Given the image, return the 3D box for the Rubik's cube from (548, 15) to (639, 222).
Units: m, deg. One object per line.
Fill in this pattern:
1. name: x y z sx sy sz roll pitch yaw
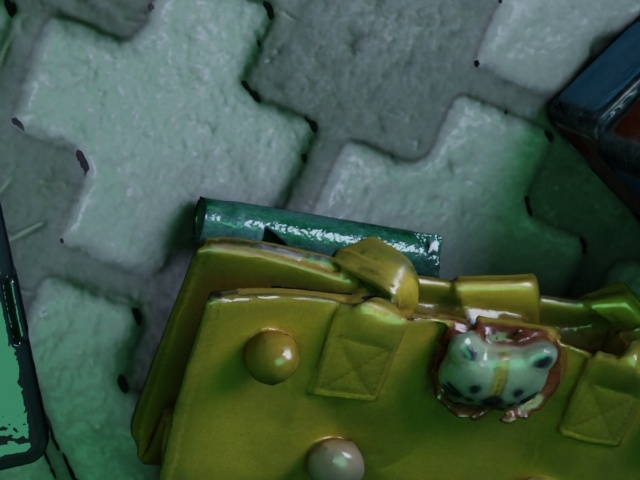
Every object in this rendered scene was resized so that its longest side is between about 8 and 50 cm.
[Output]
1. Rubik's cube: 0.424 -0.066 1.190 0.363 0.359 0.362 -45 109 -2

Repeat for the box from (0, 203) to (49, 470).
1. box: -0.287 0.059 1.207 0.160 0.050 0.230 -12 103 -10

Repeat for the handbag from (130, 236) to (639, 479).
1. handbag: 0.080 0.134 1.196 0.401 0.133 0.283 10 130 -11

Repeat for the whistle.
1. whistle: 0.000 0.000 1.269 0.186 0.039 0.039 9 99 -15
